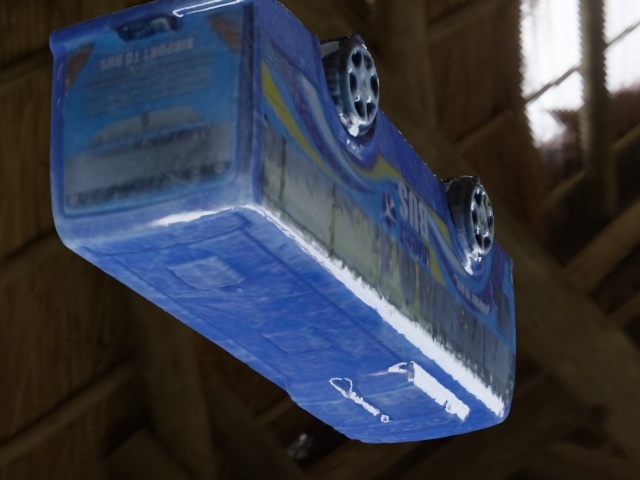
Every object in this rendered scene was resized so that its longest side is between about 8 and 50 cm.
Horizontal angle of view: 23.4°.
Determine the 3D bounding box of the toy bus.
[{"bbox_3d":[-0.003,0.002,0.518,0.236,0.079,0.094,42,-131,-55],"label":"toy bus"}]
